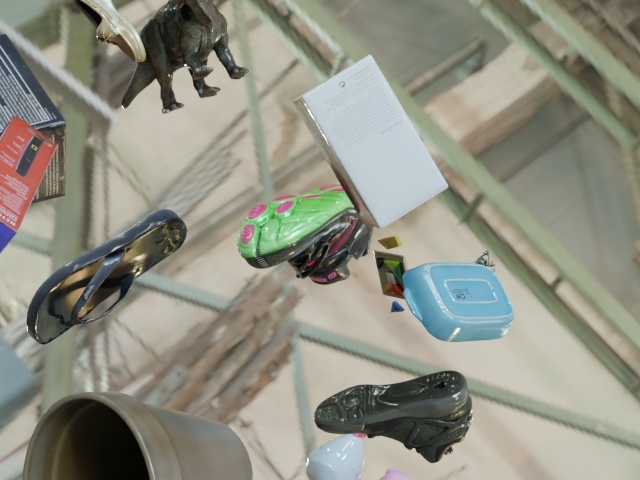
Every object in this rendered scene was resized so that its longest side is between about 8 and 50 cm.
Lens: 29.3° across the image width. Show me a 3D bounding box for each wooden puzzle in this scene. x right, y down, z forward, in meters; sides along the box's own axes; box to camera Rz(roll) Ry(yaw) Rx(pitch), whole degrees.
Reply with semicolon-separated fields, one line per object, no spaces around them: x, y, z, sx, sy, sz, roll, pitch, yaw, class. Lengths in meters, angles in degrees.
0.098;0.048;1.677;0.078;0.014;0.116;3;-67;58;wooden puzzle

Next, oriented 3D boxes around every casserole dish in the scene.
0.187;0.075;1.607;0.037;0.188;0.114;-46;-123;37;casserole dish

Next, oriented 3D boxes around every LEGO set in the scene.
0.237;0.042;1.789;0.083;0.023;0.054;102;-16;-82;LEGO set

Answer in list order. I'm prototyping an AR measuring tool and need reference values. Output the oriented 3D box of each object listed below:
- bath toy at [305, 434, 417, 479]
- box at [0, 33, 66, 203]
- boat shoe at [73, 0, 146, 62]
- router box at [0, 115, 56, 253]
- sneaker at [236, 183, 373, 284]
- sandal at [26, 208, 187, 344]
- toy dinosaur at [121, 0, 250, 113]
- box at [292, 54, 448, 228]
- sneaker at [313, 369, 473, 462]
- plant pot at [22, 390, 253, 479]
0.136;0.448;2.082;0.348;0.129;0.151;35;-14;17;bath toy
-0.643;-0.193;2.167;0.296;0.294;0.183;51;-35;36;box
-0.299;-0.301;1.733;0.135;0.045;0.050;51;-27;10;boat shoe
-0.532;0.012;1.774;0.082;0.335;0.301;37;20;-17;router box
0.000;0.000;2.521;0.185;0.483;0.202;-1;-82;30;sneaker
-0.284;0.051;1.635;0.054;0.254;0.097;46;-11;32;sandal
-0.197;-0.283;1.750;0.313;0.121;0.160;-35;-108;55;toy dinosaur
0.053;-0.109;1.382;0.170;0.091;0.130;59;-4;-5;box
0.109;0.265;1.744;0.227;0.087;0.130;-12;-59;11;sneaker
-0.269;0.397;1.961;0.323;0.280;0.323;-3;-94;40;plant pot
